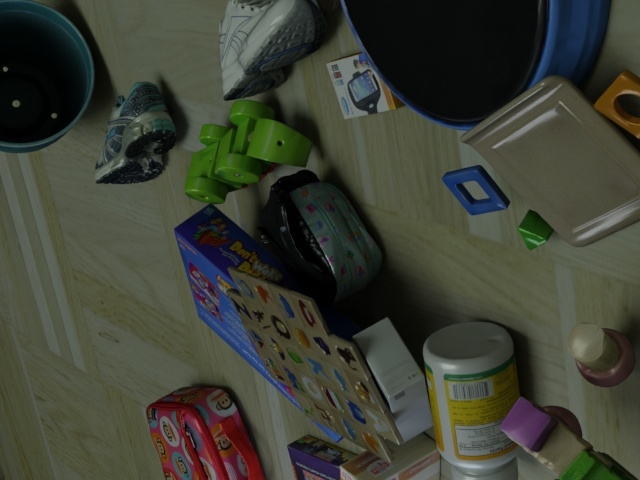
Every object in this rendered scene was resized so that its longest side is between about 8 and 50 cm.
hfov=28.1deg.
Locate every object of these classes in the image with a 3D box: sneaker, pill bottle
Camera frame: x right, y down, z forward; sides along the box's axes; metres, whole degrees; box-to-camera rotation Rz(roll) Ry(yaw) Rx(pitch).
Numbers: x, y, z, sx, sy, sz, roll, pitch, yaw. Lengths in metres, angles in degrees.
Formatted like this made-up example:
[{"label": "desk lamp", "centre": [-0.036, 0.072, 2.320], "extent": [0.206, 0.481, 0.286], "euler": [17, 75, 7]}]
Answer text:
[{"label": "sneaker", "centre": [-0.324, -0.184, 2.229], "extent": [0.283, 0.110, 0.122], "euler": [-37, 61, 56]}, {"label": "sneaker", "centre": [-0.086, -0.286, 1.747], "extent": [0.297, 0.111, 0.129], "euler": [-25, 82, 64]}, {"label": "pill bottle", "centre": [0.202, 0.220, 1.648], "extent": [0.117, 0.117, 0.208], "euler": [19, 126, 51]}]

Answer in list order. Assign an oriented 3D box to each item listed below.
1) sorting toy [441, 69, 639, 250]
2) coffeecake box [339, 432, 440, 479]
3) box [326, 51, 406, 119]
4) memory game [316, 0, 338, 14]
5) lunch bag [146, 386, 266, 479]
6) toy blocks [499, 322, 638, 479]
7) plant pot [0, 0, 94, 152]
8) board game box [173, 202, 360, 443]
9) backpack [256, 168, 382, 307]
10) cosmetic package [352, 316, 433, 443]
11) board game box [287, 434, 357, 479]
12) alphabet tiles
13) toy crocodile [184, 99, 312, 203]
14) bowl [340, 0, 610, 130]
[{"label": "sorting toy", "centre": [0.270, -0.088, 1.362], "extent": [0.196, 0.047, 0.347], "euler": [41, 150, -9]}, {"label": "coffeecake box", "centre": [0.104, 0.387, 1.890], "extent": [0.068, 0.142, 0.185], "euler": [33, 136, 42]}, {"label": "box", "centre": [0.056, -0.204, 1.670], "extent": [0.136, 0.028, 0.081], "euler": [-5, 106, 56]}, {"label": "memory game", "centre": [-0.024, -0.382, 1.686], "extent": [0.186, 0.012, 0.186], "euler": [37, 139, 40]}, {"label": "lunch bag", "centre": [-0.197, 0.422, 2.420], "extent": [0.258, 0.120, 0.293], "euler": [-9, 105, 55]}, {"label": "toy blocks", "centre": [0.318, 0.288, 1.394], "extent": [0.288, 0.309, 0.260], "euler": [40, -176, 25]}, {"label": "plant pot", "centre": [-0.568, -0.280, 2.377], "extent": [0.272, 0.271, 0.255], "euler": [65, 163, 1]}, {"label": "board game box", "centre": [-0.074, 0.126, 1.975], "extent": [0.347, 0.078, 0.233], "euler": [39, 154, 31]}, {"label": "backpack", "centre": [0.000, 0.000, 1.814], "extent": [0.182, 0.115, 0.152], "euler": [56, 159, 16]}, {"label": "cosmetic package", "centre": [0.103, 0.194, 1.746], "extent": [0.099, 0.060, 0.239], "euler": [56, 174, 23]}, {"label": "board game box", "centre": [0.023, 0.413, 2.129], "extent": [0.170, 0.048, 0.141], "euler": [10, 120, 55]}, {"label": "alphabet tiles", "centre": [-0.015, 0.172, 1.803], "extent": [0.342, 0.011, 0.285], "euler": [18, 140, 56]}, {"label": "toy crocodile", "centre": [-0.122, -0.124, 1.939], "extent": [0.340, 0.105, 0.115], "euler": [-22, 53, 62]}, {"label": "bowl", "centre": [0.146, -0.304, 1.413], "extent": [0.391, 0.077, 0.391], "euler": [36, 139, 41]}]
